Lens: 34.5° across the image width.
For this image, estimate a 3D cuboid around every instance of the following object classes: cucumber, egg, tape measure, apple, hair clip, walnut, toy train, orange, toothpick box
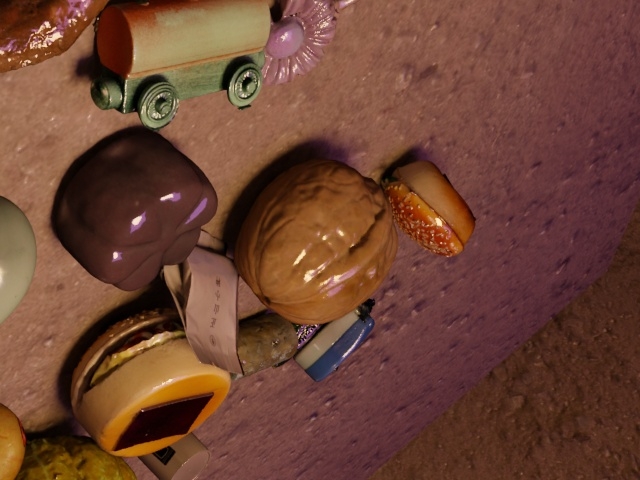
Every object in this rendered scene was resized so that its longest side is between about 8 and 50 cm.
[{"bbox_3d":[-0.028,0.169,2.271,0.265,0.077,0.077,-45,154,-2],"label":"cucumber"},{"bbox_3d":[-0.459,0.042,1.305,0.231,0.168,0.168,-50,155,9],"label":"egg"},{"bbox_3d":[0.042,0.216,2.281,0.215,0.098,0.351,-45,178,-4],"label":"tape measure"},{"bbox_3d":[-0.539,0.326,1.573,0.182,0.182,0.155,-47,162,-4],"label":"apple"},{"bbox_3d":[-0.004,-0.349,1.591,0.300,0.069,0.173,-40,147,-18],"label":"hair clip"},{"bbox_3d":[-0.002,0.000,1.862,0.313,0.277,0.252,-50,-170,-22],"label":"walnut"},{"bbox_3d":[-0.183,-0.260,1.398,0.285,0.116,0.177,-21,132,-41],"label":"toy train"},{"bbox_3d":[-0.472,0.475,1.831,0.300,0.223,0.301,-1,132,-43],"label":"orange"},{"bbox_3d":[-0.311,0.388,2.007,0.111,0.181,0.111,-39,154,-23],"label":"toothpick box"}]

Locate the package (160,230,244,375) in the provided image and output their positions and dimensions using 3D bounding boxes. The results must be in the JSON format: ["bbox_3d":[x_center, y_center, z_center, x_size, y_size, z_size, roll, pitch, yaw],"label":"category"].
[{"bbox_3d":[-0.197,0.103,1.776,0.062,0.250,0.204,-15,163,18],"label":"package"}]

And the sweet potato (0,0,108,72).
[{"bbox_3d":[-0.317,-0.273,1.189,0.341,0.092,0.114,-45,129,-8],"label":"sweet potato"}]

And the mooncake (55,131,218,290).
[{"bbox_3d":[-0.271,-0.039,1.543,0.245,0.133,0.245,-40,161,-17],"label":"mooncake"}]

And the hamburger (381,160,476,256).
[{"bbox_3d":[0.228,-0.063,2.171,0.147,0.237,0.237,-37,155,5],"label":"hamburger"}]

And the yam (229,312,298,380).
[{"bbox_3d":[-0.147,0.221,2.117,0.194,0.107,0.107,-18,141,-46],"label":"yam"}]

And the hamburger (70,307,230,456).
[{"bbox_3d":[-0.299,0.243,1.821,0.300,0.176,0.300,-29,153,-17],"label":"hamburger"}]
